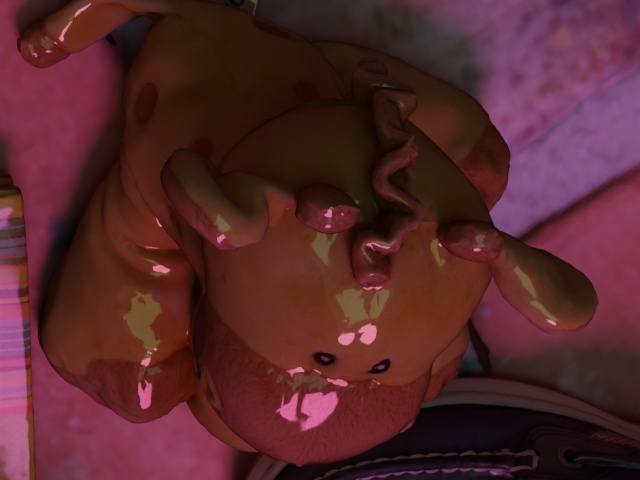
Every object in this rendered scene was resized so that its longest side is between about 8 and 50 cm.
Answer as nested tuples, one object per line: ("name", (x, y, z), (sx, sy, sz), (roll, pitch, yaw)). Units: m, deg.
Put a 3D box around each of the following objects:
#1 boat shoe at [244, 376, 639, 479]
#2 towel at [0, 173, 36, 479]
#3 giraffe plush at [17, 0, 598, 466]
("boat shoe", (0.109, 0.124, 0.677), (0.285, 0.092, 0.102), (10, 108, -23))
("towel", (-0.156, 0.090, 0.612), (0.102, 0.021, 0.237), (-3, 114, -12))
("giraffe plush", (0.000, 0.000, 0.541), (0.181, 0.170, 0.210), (-15, 116, -13))
